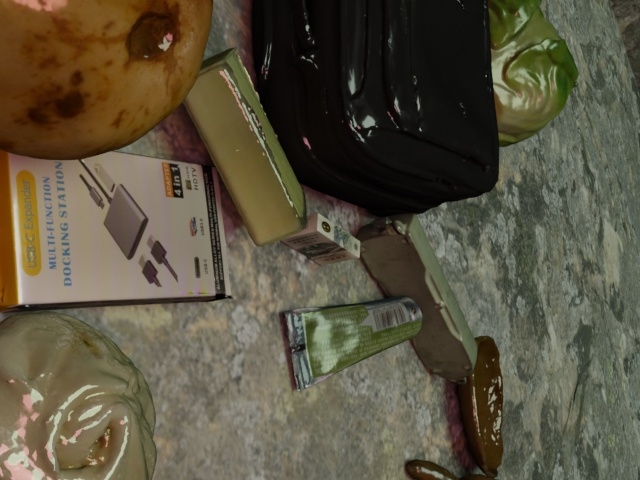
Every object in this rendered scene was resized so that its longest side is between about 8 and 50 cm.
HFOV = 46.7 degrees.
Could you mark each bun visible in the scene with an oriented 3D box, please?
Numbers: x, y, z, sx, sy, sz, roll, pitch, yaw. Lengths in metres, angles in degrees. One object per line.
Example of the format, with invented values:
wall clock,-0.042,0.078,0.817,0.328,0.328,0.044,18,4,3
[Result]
bun,-0.170,0.135,0.503,0.183,0.102,0.183,22,64,-54

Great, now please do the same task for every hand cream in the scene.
hand cream,0.043,0.105,0.871,0.235,0.055,0.086,-9,86,-48

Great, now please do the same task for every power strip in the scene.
power strip,0.137,0.082,0.975,0.286,0.080,0.048,60,37,-27

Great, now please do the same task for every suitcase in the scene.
suitcase,0.067,-0.218,0.891,0.339,0.188,0.345,15,70,-47

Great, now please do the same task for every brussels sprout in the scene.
brussels sprout,0.266,-0.281,1.142,0.259,0.227,0.294,50,50,-14

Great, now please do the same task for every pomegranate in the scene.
pomegranate,-0.181,-0.165,0.487,0.215,0.215,0.215,20,65,-51

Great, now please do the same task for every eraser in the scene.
eraser,-0.072,-0.090,0.709,0.117,0.058,0.172,-97,163,-69

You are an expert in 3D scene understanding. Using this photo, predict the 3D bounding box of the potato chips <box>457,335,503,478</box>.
potato chips,0.236,0.246,1.099,0.150,0.049,0.202,-5,84,-59

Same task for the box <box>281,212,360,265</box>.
box,0.000,0.000,0.824,0.083,0.054,0.024,32,51,-47

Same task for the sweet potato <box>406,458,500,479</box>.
sweet potato,0.208,0.353,1.010,0.269,0.074,0.075,29,58,-37

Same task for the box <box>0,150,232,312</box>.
box,-0.169,-0.009,0.603,0.247,0.033,0.129,2,79,-55
